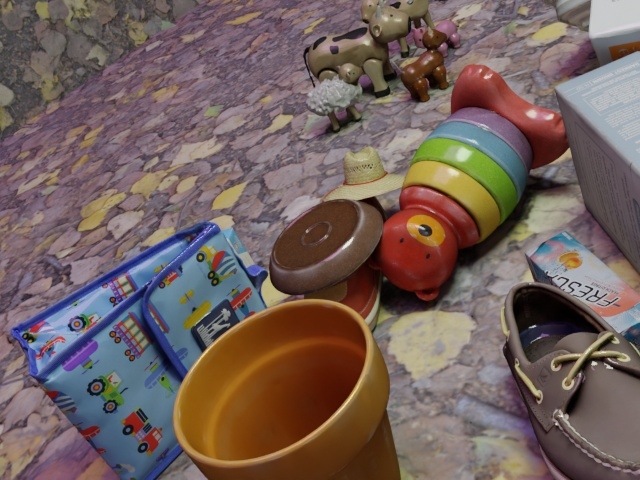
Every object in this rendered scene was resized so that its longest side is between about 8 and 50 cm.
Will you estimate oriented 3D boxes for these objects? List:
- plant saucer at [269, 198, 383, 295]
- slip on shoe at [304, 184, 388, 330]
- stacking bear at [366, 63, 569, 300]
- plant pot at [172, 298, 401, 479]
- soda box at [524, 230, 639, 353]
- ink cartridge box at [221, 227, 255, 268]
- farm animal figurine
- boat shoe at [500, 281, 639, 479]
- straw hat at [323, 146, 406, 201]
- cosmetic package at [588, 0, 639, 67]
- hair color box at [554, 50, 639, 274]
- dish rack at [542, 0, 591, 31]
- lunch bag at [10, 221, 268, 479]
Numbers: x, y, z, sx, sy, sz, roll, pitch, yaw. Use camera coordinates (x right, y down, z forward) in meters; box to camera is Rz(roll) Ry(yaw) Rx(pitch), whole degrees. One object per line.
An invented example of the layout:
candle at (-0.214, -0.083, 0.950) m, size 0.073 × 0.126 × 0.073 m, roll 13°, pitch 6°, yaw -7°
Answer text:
plant saucer at (0.000, 0.000, 1.016) m, size 0.168 × 0.029 × 0.168 m, roll -23°, pitch 33°, yaw 16°
slip on shoe at (0.030, 0.006, 1.110) m, size 0.123 × 0.101 × 0.331 m, roll -19°, pitch 31°, yaw 18°
stacking bear at (0.176, -0.058, 1.043) m, size 0.289 × 0.175 × 0.164 m, roll -53°, pitch -5°, yaw -19°
plant pot at (-0.012, 0.195, 0.778) m, size 0.205 × 0.188 × 0.205 m, roll -19°, pitch 32°, yaw 12°
soda box at (0.296, 0.064, 0.856) m, size 0.058 × 0.063 × 0.183 m, roll -28°, pitch 31°, yaw -2°
ink cartridge box at (-0.166, 0.067, 1.176) m, size 0.089 × 0.092 × 0.143 m, roll -13°, pitch 33°, yaw 23°
farm animal figurine at (0.114, -0.395, 1.563) m, size 0.326 × 0.172 × 0.330 m, roll -20°, pitch 32°, yaw 12°
boat shoe at (0.232, 0.124, 0.698) m, size 0.116 × 0.097 × 0.324 m, roll -19°, pitch 13°, yaw 4°
straw hat at (0.062, -0.101, 1.128) m, size 0.144 × 0.061 × 0.144 m, roll -15°, pitch 11°, yaw 3°
cosmetic package at (0.579, -0.261, 0.934) m, size 0.453 × 0.230 × 0.162 m, roll -6°, pitch 53°, yaw 32°
hair color box at (0.380, -0.039, 0.823) m, size 0.113 × 0.185 × 0.374 m, roll -22°, pitch 32°, yaw 7°
dish rack at (0.538, -0.396, 1.193) m, size 0.332 × 0.072 × 0.285 m, roll -19°, pitch -6°, yaw 41°
lunch bag at (-0.187, 0.124, 0.984) m, size 0.293 × 0.221 × 0.138 m, roll -38°, pitch 33°, yaw -16°
